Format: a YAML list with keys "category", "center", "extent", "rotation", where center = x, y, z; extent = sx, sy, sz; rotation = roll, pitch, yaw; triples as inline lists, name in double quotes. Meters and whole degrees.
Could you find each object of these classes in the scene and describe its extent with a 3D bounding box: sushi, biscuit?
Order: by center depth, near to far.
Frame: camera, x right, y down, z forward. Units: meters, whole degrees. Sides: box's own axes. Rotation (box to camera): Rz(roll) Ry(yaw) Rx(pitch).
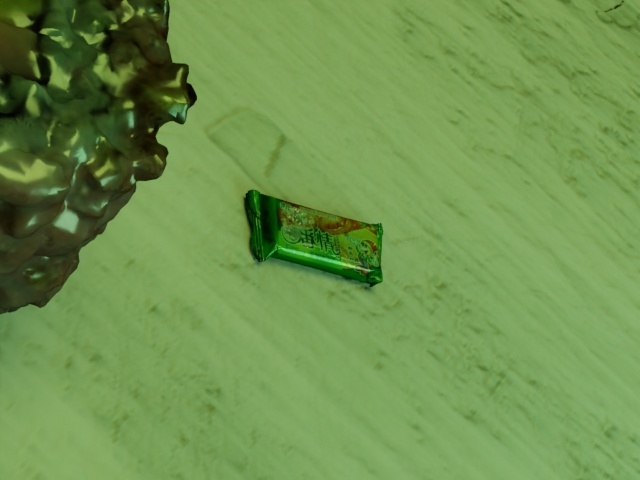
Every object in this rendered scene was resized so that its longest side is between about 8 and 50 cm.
- category: "sushi"
  center: [-0.195, -0.090, 0.607]
  extent: [0.237, 0.171, 0.270]
  rotation: [14, 48, -29]
- category: "biscuit"
  center: [0.000, 0.000, 0.798]
  extent: [0.089, 0.016, 0.046]
  rotation: [16, 50, -28]
